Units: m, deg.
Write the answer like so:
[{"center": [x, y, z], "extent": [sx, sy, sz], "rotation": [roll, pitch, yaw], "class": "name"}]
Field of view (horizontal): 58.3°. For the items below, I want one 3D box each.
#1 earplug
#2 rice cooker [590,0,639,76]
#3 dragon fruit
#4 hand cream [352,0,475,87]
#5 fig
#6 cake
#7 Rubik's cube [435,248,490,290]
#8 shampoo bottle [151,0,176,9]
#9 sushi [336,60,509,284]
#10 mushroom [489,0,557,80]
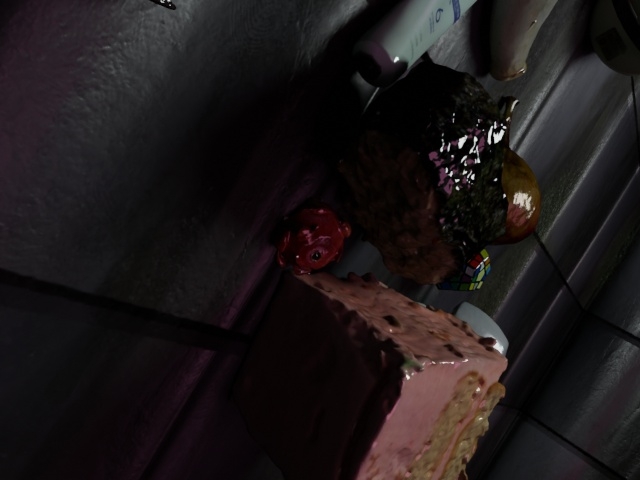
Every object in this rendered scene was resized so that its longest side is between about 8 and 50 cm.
[{"center": [0.223, 0.226, 1.172], "extent": [0.326, 0.175, 0.214], "rotation": [-4, 124, -15], "class": "earplug"}, {"center": [0.691, -0.454, 1.182], "extent": [0.244, 0.226, 0.225], "rotation": [-30, 136, -38], "class": "rice cooker"}, {"center": [-0.004, 0.002, 0.818], "extent": [0.126, 0.068, 0.112], "rotation": [19, 103, -54], "class": "dragon fruit"}, {"center": [0.154, -0.324, 0.788], "extent": [0.320, 0.067, 0.109], "rotation": [-49, 144, -25], "class": "hand cream"}, {"center": [0.333, -0.119, 1.035], "extent": [0.290, 0.191, 0.191], "rotation": [-55, 145, -2], "class": "fig"}, {"center": [0.074, 0.217, 0.879], "extent": [0.307, 0.314, 0.293], "rotation": [11, 105, -43], "class": "cake"}, {"center": [0.272, 0.045, 1.141], "extent": [0.133, 0.133, 0.111], "rotation": [3, 84, -51], "class": "Rubik's cube"}, {"center": [-0.131, -0.324, 0.417], "extent": [0.153, 0.071, 0.284], "rotation": [-14, 128, -48], "class": "shampoo bottle"}, {"center": [0.142, -0.073, 0.797], "extent": [0.171, 0.211, 0.350], "rotation": [-41, 153, -13], "class": "sushi"}, {"center": [0.321, -0.378, 0.903], "extent": [0.118, 0.103, 0.270], "rotation": [-16, 138, -37], "class": "mushroom"}]
